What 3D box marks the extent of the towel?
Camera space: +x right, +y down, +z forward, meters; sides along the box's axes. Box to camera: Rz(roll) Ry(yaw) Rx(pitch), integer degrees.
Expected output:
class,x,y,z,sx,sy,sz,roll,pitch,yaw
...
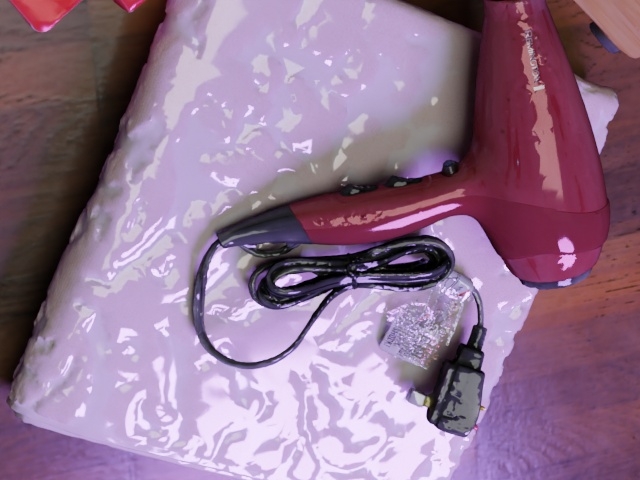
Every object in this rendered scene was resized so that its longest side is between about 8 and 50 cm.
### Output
class,x,y,z,sx,sy,sz,roll,pitch,yaw
towel,0.000,0.000,1.215,0.317,0.053,0.332,18,102,-27

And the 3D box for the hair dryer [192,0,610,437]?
class,x,y,z,sx,sy,sz,roll,pitch,yaw
hair dryer,0.074,-0.020,1.162,0.223,0.080,0.293,23,100,-27

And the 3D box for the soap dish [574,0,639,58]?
class,x,y,z,sx,sy,sz,roll,pitch,yaw
soap dish,0.123,-0.249,1.082,0.118,0.229,0.291,-41,119,16

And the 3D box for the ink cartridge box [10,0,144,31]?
class,x,y,z,sx,sy,sz,roll,pitch,yaw
ink cartridge box,-0.103,-0.228,1.074,0.231,0.078,0.134,-41,118,-2
